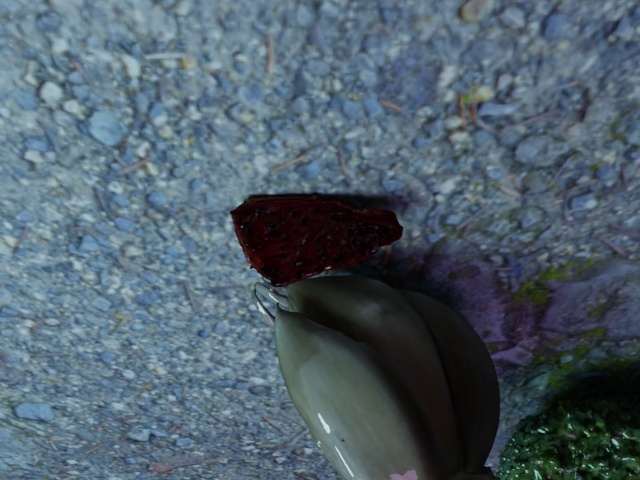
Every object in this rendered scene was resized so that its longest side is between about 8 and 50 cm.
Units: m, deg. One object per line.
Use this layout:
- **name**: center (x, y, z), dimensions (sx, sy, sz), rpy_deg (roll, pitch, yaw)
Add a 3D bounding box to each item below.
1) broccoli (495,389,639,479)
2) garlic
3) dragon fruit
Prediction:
- **broccoli**: center (0.360, 0.324, 0.817), dimensions (0.375, 0.301, 0.249), rpy_deg (17, 174, -26)
- **garlic**: center (0.049, 0.150, 0.647), dimensions (0.237, 0.292, 0.210), rpy_deg (5, 135, -45)
- **dragon fruit**: center (-0.001, 0.002, 0.591), dimensions (0.131, 0.097, 0.063), rpy_deg (-17, 143, -11)
